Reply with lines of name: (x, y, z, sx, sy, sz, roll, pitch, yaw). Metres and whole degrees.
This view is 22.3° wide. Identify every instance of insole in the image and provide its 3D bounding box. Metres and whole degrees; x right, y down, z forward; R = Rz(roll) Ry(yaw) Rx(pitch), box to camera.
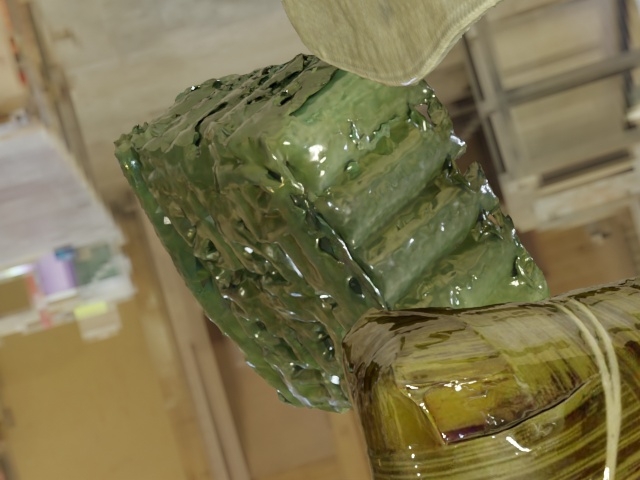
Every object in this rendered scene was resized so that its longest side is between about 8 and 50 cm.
insole: (0.020, -0.070, 0.378, 0.010, 0.063, 0.192, -25, -177, -16)

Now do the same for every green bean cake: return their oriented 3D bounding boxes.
green bean cake: (0.000, 0.000, 1.065, 0.132, 0.241, 0.255, -46, -157, -27)

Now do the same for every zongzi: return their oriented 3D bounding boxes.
zongzi: (0.141, 0.138, 0.790, 0.241, 0.248, 0.111, -11, -167, -18)
